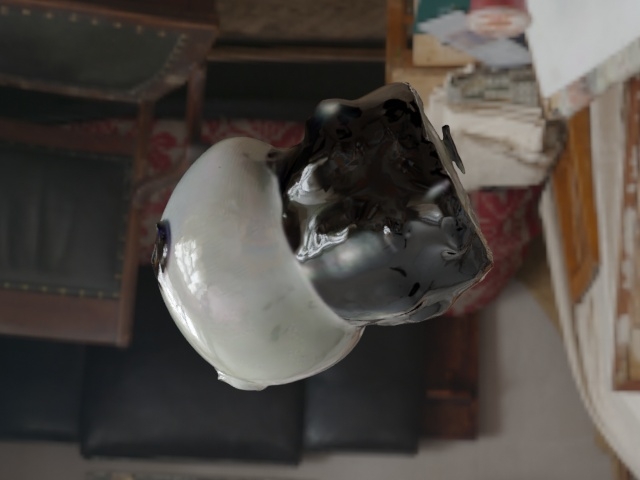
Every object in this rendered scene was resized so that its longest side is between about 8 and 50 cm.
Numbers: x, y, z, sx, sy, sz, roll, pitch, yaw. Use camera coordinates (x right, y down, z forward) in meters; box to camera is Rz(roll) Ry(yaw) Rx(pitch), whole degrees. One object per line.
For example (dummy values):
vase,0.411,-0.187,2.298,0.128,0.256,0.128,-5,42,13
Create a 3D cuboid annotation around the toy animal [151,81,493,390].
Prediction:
toy animal,0.000,-0.004,0.989,0.266,0.213,0.212,-22,156,16
